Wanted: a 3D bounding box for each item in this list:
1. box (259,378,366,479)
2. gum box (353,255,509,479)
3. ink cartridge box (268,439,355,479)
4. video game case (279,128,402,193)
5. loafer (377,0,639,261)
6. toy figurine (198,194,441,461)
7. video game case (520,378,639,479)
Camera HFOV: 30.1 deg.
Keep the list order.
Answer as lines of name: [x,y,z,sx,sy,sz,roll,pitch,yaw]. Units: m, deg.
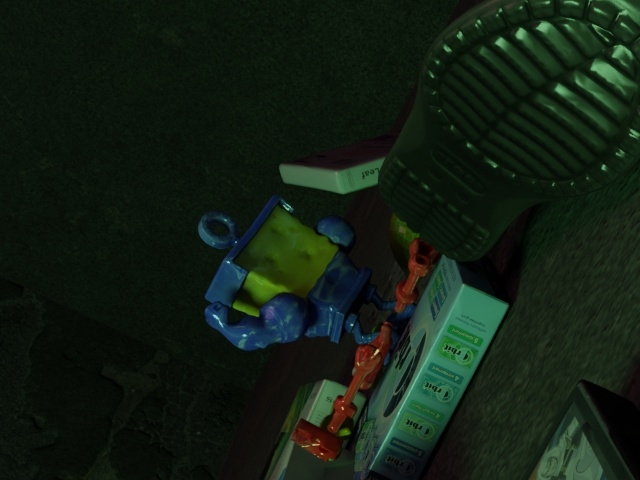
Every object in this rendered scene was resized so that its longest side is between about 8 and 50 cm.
box: [-0.051,0.316,1.354,0.322,0.058,0.232,-65,3,-12]
gum box: [0.083,0.103,0.939,0.157,0.041,0.184,-78,13,-78]
ink cartridge box: [-0.043,0.305,1.097,0.134,0.078,0.231,-70,6,-61]
video game case: [0.077,-0.082,1.073,0.212,0.193,0.023,-162,56,-75]
loafer: [0.137,-0.100,0.781,0.130,0.134,0.366,-48,2,-20]
toy figurine: [0.000,0.000,1.096,0.362,0.217,0.191,-56,-10,-42]
video game case: [0.065,0.211,0.440,0.248,0.035,0.275,-79,15,-78]
